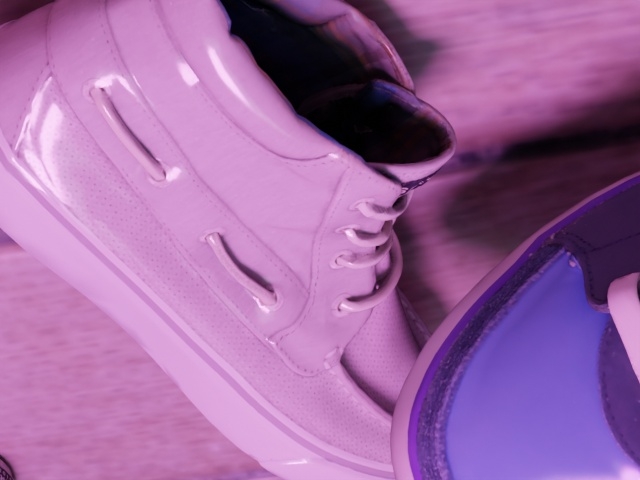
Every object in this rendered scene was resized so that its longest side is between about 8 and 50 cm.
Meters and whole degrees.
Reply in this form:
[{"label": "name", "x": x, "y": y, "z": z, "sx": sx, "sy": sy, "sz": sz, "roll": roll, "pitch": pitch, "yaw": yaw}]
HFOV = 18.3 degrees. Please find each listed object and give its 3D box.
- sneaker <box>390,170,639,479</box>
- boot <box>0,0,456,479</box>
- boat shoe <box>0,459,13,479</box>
[{"label": "sneaker", "x": 0.179, "y": 0.017, "z": 0.593, "sx": 0.322, "sy": 0.130, "sz": 0.236, "roll": -21, "pitch": 179, "yaw": -4}, {"label": "boot", "x": 0.000, "y": 0.000, "z": 0.684, "sx": 0.123, "sy": 0.095, "sz": 0.258, "roll": -24, "pitch": 134, "yaw": 31}, {"label": "boat shoe", "x": -0.229, "y": 0.157, "z": 0.864, "sx": 0.219, "sy": 0.070, "sz": 0.078, "roll": -26, "pitch": 134, "yaw": 23}]
